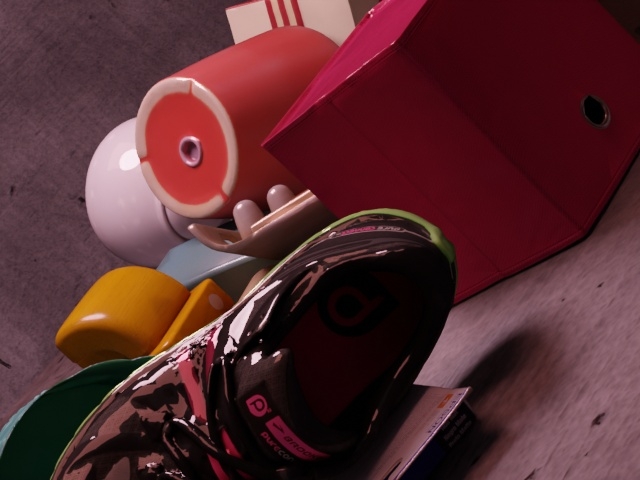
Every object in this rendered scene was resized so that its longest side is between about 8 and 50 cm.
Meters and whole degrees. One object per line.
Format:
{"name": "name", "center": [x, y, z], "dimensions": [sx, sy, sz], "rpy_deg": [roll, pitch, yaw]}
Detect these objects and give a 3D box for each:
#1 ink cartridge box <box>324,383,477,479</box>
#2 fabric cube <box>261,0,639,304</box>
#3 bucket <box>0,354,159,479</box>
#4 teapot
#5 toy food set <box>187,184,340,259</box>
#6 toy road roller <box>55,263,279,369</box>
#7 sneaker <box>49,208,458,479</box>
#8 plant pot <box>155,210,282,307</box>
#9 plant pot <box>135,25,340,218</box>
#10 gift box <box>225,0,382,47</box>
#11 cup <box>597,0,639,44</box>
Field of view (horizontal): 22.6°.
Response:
{"name": "ink cartridge box", "center": [0.035, 0.216, 1.358], "dimensions": [0.223, 0.045, 0.224], "rpy_deg": [-49, 10, -13]}
{"name": "fabric cube", "center": [0.151, -0.130, 1.617], "dimensions": [0.259, 0.258, 0.254], "rpy_deg": [-32, 16, 52]}
{"name": "bucket", "center": [-0.199, 0.251, 1.558], "dimensions": [0.281, 0.281, 0.183], "rpy_deg": [-50, 10, -20]}
{"name": "teapot", "center": [-0.217, -0.066, 2.416], "dimensions": [0.187, 0.256, 0.252], "rpy_deg": [10, 60, 43]}
{"name": "toy food set", "center": [0.007, -0.078, 1.896], "dimensions": [0.306, 0.092, 0.220], "rpy_deg": [-31, -10, 10]}
{"name": "toy road roller", "center": [-0.167, 0.122, 1.950], "dimensions": [0.329, 0.240, 0.202], "rpy_deg": [-39, 13, 33]}
{"name": "sneaker", "center": [-0.070, 0.153, 1.378], "dimensions": [0.483, 0.185, 0.202], "rpy_deg": [-48, 6, -3]}
{"name": "plant pot", "center": [-0.099, 0.067, 2.139], "dimensions": [0.234, 0.165, 0.165], "rpy_deg": [-29, 18, 33]}
{"name": "plant pot", "center": [-0.104, -0.146, 2.209], "dimensions": [0.243, 0.275, 0.275], "rpy_deg": [-19, -14, -48]}
{"name": "gift box", "center": [0.044, -0.262, 2.372], "dimensions": [0.276, 0.258, 0.255], "rpy_deg": [-5, 14, 40]}
{"name": "cup", "center": [0.320, -0.334, 1.707], "dimensions": [0.331, 0.331, 0.237], "rpy_deg": [-32, 42, 52]}
